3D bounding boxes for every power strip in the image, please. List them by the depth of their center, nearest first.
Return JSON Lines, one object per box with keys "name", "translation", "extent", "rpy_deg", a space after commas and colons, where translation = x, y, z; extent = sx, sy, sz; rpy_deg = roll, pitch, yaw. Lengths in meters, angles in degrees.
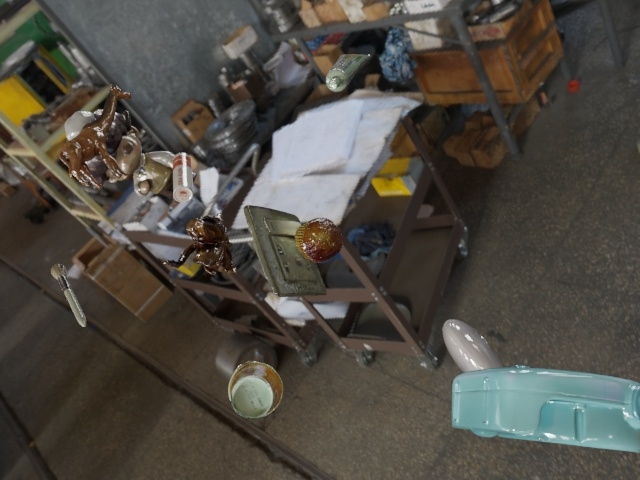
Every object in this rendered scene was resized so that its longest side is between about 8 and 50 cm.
{"name": "power strip", "translation": [-0.105, 0.040, 1.548], "extent": [0.092, 0.257, 0.251], "rpy_deg": [-23, 75, 27]}

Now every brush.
{"name": "brush", "translation": [-0.696, 0.147, 1.616], "extent": [0.042, 0.039, 0.299], "rpy_deg": [-29, 43, -22]}

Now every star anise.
{"name": "star anise", "translation": [-0.176, 0.012, 0.856], "extent": [0.070, 0.097, 0.190], "rpy_deg": [-3, 4, 9]}

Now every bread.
{"name": "bread", "translation": [0.000, 0.000, 1.050], "extent": [0.085, 0.085, 0.053], "rpy_deg": [-49, 23, -15]}

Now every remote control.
{"name": "remote control", "translation": [0.425, 0.325, 1.560], "extent": [0.103, 0.332, 0.221], "rpy_deg": [-37, 51, 6]}

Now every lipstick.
{"name": "lipstick", "translation": [-0.272, -0.126, 1.149], "extent": [0.038, 0.038, 0.131], "rpy_deg": [-31, 39, 10]}

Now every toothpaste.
{"name": "toothpaste", "translation": [0.048, -0.326, 1.101], "extent": [0.064, 0.041, 0.218], "rpy_deg": [5, 32, 14]}

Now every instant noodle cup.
{"name": "instant noodle cup", "translation": [-0.187, 0.428, 1.632], "extent": [0.168, 0.168, 0.185], "rpy_deg": [-44, -3, -8]}

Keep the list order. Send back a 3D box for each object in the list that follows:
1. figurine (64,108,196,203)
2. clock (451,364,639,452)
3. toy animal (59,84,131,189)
{"name": "figurine", "translation": [-0.555, -0.220, 1.676], "extent": [0.218, 0.365, 0.206], "rpy_deg": [-47, 18, 31]}
{"name": "clock", "translation": [0.334, 0.236, 0.799], "extent": [0.274, 0.223, 0.094], "rpy_deg": [9, 74, -4]}
{"name": "toy animal", "translation": [-0.515, -0.247, 1.374], "extent": [0.224, 0.230, 0.066], "rpy_deg": [-27, -6, -31]}
